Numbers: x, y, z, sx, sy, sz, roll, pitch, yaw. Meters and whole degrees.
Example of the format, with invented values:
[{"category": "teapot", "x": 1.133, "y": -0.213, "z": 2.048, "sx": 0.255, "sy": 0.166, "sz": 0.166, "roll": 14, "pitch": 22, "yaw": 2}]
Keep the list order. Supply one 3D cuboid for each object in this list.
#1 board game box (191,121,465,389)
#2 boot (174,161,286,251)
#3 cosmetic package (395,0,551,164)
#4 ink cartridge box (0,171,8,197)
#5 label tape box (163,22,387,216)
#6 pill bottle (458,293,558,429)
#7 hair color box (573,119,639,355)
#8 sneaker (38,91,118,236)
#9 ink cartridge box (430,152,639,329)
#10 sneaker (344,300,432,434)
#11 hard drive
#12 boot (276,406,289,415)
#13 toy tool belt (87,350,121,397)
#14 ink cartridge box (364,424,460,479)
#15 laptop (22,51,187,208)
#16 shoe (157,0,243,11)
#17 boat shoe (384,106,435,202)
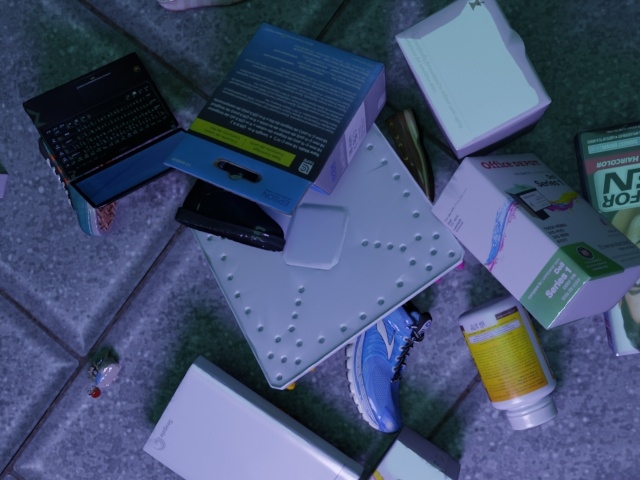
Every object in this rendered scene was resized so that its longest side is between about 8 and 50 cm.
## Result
[{"category": "board game box", "x": 0.000, "y": 0.000, "z": 1.504, "sx": 0.390, "sy": 0.050, "sz": 0.390, "roll": -37, "pitch": 60, "yaw": 10}, {"category": "boot", "x": -0.134, "y": -0.102, "z": 1.519, "sx": 0.247, "sy": 0.094, "sz": 0.207, "roll": 16, "pitch": 82, "yaw": 38}, {"category": "cosmetic package", "x": 0.241, "y": -0.242, "z": 1.362, "sx": 0.155, "sy": 0.365, "sz": 0.197, "roll": -28, "pitch": 85, "yaw": 11}, {"category": "ink cartridge box", "x": -0.695, "y": -0.123, "z": 1.696, "sx": 0.123, "sy": 0.088, "sz": 0.052, "roll": 14, "pitch": 94, "yaw": 11}, {"category": "label tape box", "x": -0.068, "y": -0.185, "z": 1.449, "sx": 0.241, "sy": 0.106, "sz": 0.333, "roll": 23, "pitch": 65, "yaw": 17}, {"category": "pill bottle", "x": 0.326, "y": 0.208, "z": 1.479, "sx": 0.117, "sy": 0.117, "sz": 0.215, "roll": -23, "pitch": 86, "yaw": 11}, {"category": "hair color box", "x": 0.547, "y": -0.010, "z": 1.433, "sx": 0.185, "sy": 0.113, "sz": 0.374, "roll": -10, "pitch": 90, "yaw": 12}, {"category": "sneaker", "x": -0.465, "y": -0.148, "z": 1.646, "sx": 0.121, "sy": 0.108, "sz": 0.302, "roll": -10, "pitch": 81, "yaw": 12}, {"category": "ink cartridge box", "x": 0.343, "y": -0.010, "z": 1.358, "sx": 0.278, "sy": 0.201, "sz": 0.117, "roll": 50, "pitch": 128, "yaw": 29}, {"category": "sneaker", "x": 0.122, "y": 0.176, "z": 1.516, "sx": 0.147, "sy": 0.130, "sz": 0.329, "roll": -4, "pitch": 90, "yaw": 14}, {"category": "hard drive", "x": -0.128, "y": 0.394, "z": 1.565, "sx": 0.353, "sy": 0.047, "sz": 0.233, "roll": 34, "pitch": 116, "yaw": 4}, {"category": "boot", "x": -0.136, "y": 0.312, "z": 1.608, "sx": 0.158, "sy": 0.059, "sz": 0.084, "roll": -6, "pitch": 85, "yaw": 13}, {"category": "toy tool belt", "x": -0.425, "y": 0.258, "z": 1.674, "sx": 0.051, "sy": 0.052, "sz": 0.083, "roll": 40, "pitch": 96, "yaw": 40}, {"category": "ink cartridge box", "x": 0.144, "y": 0.436, "z": 1.507, "sx": 0.127, "sy": 0.128, "sz": 0.176, "roll": 35, "pitch": 96, "yaw": 9}, {"category": "laptop", "x": -0.363, "y": -0.203, "z": 1.538, "sx": 0.234, "sy": 0.136, "sz": 0.264, "roll": -30, "pitch": 87, "yaw": -19}, {"category": "shoe", "x": -0.203, "y": -0.473, "z": 1.605, "sx": 0.219, "sy": 0.058, "sz": 0.076, "roll": -13, "pitch": 89, "yaw": 12}, {"category": "boat shoe", "x": 0.160, "y": -0.146, "z": 1.538, "sx": 0.060, "sy": 0.064, "sz": 0.177, "roll": -17, "pitch": 81, "yaw": 16}]
